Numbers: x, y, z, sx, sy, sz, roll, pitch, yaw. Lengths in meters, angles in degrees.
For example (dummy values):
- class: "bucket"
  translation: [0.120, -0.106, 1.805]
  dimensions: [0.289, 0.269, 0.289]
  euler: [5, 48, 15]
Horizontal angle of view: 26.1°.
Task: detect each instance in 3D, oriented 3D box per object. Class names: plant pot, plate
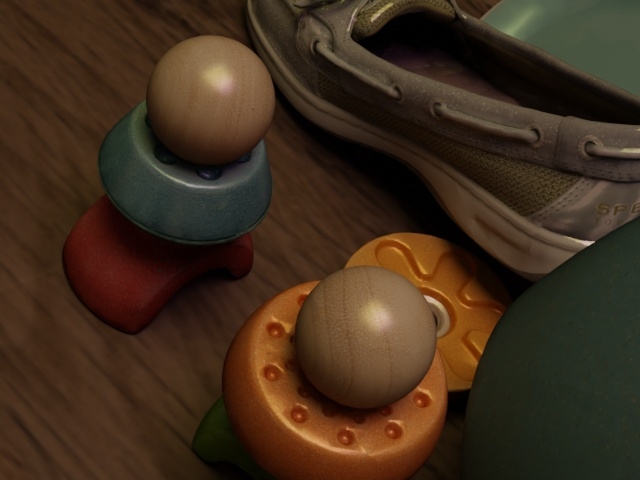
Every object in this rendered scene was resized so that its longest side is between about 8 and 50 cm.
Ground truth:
- class: "plant pot"
  translation: [0.178, 0.099, 0.611]
  dimensions: [0.195, 0.290, 0.290]
  euler: [4, 40, 32]
- class: "plate"
  translation: [0.167, -0.099, 0.847]
  dimensions: [0.188, 0.024, 0.188]
  euler: [-13, 51, 16]

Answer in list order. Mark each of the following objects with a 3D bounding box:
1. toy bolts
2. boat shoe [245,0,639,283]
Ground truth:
- class: "toy bolts"
  translation: [0.000, 0.000, 0.669]
  dimensions: [0.228, 0.158, 0.218]
  euler: [43, 52, 16]
- class: "boat shoe"
  translation: [0.069, -0.097, 0.778]
  dimensions: [0.118, 0.103, 0.320]
  euler: [-15, 43, -30]
